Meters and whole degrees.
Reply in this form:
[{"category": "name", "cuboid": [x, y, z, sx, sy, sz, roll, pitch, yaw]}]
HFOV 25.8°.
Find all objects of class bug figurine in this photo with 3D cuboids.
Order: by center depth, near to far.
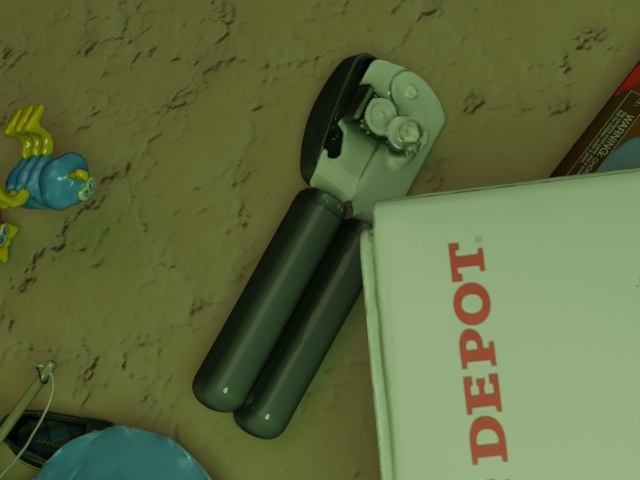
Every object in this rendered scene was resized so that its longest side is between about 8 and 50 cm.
[{"category": "bug figurine", "cuboid": [-0.260, 0.041, 0.989, 0.216, 0.072, 0.279, 4, 64, 52]}]

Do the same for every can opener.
[{"category": "can opener", "cuboid": [0.000, 0.000, 0.954, 0.093, 0.074, 0.280, -5, 54, 58]}]

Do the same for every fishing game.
[{"category": "fishing game", "cuboid": [-0.128, 0.214, 0.891, 0.264, 0.041, 0.189, 33, 93, 23]}]

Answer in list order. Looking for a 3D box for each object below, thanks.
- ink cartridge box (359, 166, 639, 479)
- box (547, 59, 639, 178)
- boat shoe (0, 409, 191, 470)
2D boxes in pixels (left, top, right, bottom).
[{"category": "ink cartridge box", "cuboid": [0.231, 0.114, 0.683, 0.395, 0.166, 0.285, -6, 70, 5]}, {"category": "box", "cuboid": [0.234, 0.004, 0.859, 0.201, 0.057, 0.293, 33, 79, 30]}, {"category": "boat shoe", "cuboid": [-0.155, 0.143, 0.945, 0.142, 0.040, 0.049, 6, 67, 23]}]
